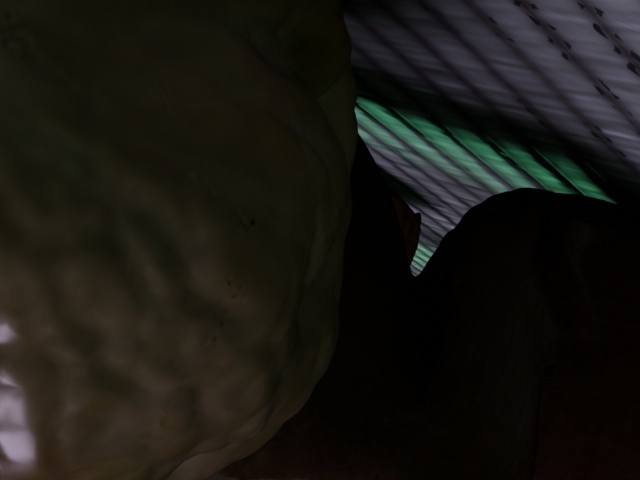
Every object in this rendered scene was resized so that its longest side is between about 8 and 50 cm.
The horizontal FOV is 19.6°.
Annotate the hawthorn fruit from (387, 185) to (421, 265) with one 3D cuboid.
[{"bbox_3d":[0.000,0.000,0.745,0.093,0.081,0.081,-6,-165,-32],"label":"hawthorn fruit"}]

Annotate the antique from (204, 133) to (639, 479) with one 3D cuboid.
[{"bbox_3d":[0.001,0.023,0.539,0.257,0.143,0.121,17,152,25],"label":"antique"}]

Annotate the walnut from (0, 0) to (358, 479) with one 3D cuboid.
[{"bbox_3d":[-0.064,-0.016,0.391,0.155,0.155,0.184,26,172,6],"label":"walnut"}]
